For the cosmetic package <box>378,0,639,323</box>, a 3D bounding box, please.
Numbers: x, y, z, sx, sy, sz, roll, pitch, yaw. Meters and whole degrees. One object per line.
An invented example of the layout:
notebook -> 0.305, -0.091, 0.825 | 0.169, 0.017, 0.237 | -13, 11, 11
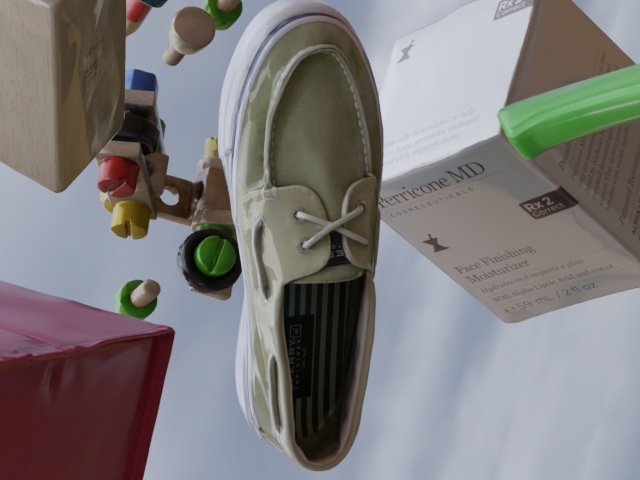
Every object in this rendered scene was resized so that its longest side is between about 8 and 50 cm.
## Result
cosmetic package -> 0.147, -0.062, 1.426 | 0.151, 0.183, 0.151 | -21, 41, 43

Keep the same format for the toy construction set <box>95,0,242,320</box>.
toy construction set -> -0.126, -0.077, 1.859 | 0.237, 0.257, 0.309 | -39, 66, 63

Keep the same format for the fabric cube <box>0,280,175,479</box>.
fabric cube -> -0.259, 0.135, 0.961 | 0.259, 0.258, 0.254 | -1, -74, -71

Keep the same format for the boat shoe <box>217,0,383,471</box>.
boat shoe -> 0.000, 0.000, 1.251 | 0.094, 0.109, 0.302 | -141, 45, -60

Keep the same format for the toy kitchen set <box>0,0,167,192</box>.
toy kitchen set -> -0.125, -0.158, 0.897 | 0.207, 0.166, 0.122 | -51, -18, -34

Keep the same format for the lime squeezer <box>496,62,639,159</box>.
lime squeezer -> 0.191, -0.091, 0.539 | 0.310, 0.059, 0.110 | -37, 15, 14
